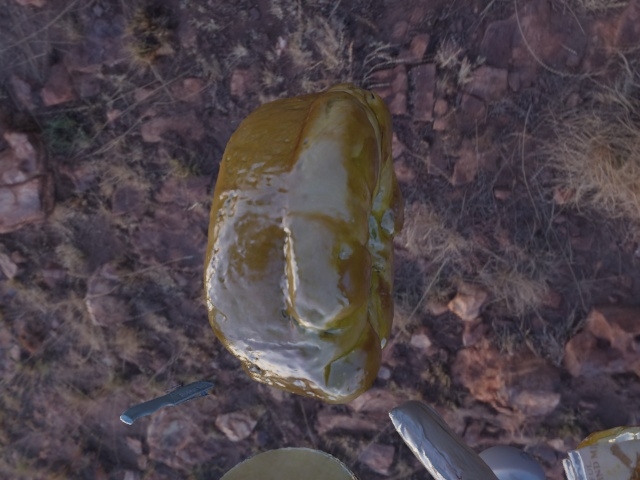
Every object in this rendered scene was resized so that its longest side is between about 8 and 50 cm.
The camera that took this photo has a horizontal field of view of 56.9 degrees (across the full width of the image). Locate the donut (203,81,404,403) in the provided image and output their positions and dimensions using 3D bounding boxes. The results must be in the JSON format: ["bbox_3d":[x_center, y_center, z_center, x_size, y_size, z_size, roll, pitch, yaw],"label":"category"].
[{"bbox_3d":[0.000,0.000,0.602,0.150,0.317,0.300,-2,116,17],"label":"donut"}]

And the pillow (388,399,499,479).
[{"bbox_3d":[0.224,0.372,0.988,0.067,0.173,0.270,-45,75,9],"label":"pillow"}]

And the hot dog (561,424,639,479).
[{"bbox_3d":[0.245,0.141,0.328,0.131,0.069,0.253,33,147,1],"label":"hot dog"}]

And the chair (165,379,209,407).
[{"bbox_3d":[-0.268,0.305,1.190,0.086,0.042,0.037,-20,100,-4],"label":"chair"}]

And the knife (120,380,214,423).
[{"bbox_3d":[-0.257,0.271,1.007,0.028,0.210,0.015,26,105,25],"label":"knife"}]

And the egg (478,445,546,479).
[{"bbox_3d":[0.423,0.544,1.344,0.146,0.146,0.198,39,151,-6],"label":"egg"}]

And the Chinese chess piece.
[{"bbox_3d":[-0.045,0.390,0.772,0.249,0.250,0.103,2,122,18],"label":"Chinese chess piece"}]
